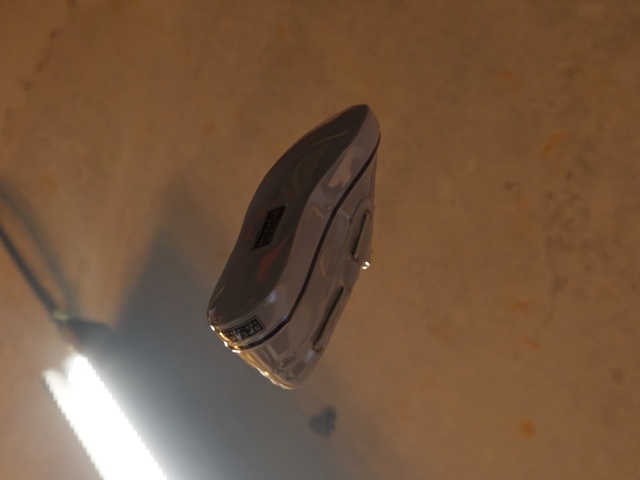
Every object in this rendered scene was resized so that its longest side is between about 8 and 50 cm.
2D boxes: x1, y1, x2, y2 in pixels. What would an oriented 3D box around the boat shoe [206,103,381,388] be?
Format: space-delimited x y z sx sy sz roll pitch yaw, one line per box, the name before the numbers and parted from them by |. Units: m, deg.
boat shoe | 0.000 0.000 1.093 0.096 0.088 0.267 -22 -151 31
